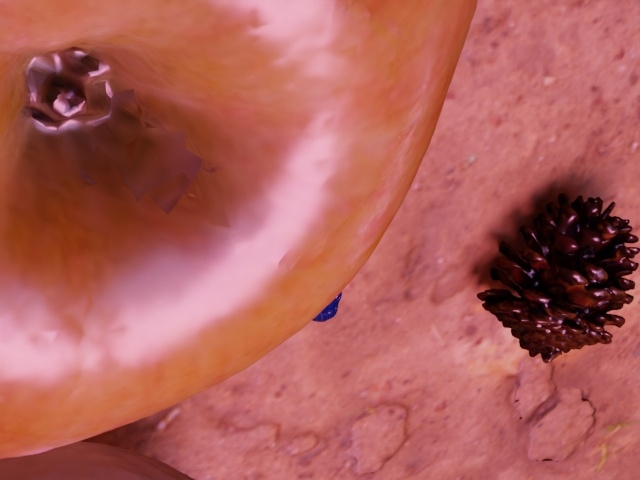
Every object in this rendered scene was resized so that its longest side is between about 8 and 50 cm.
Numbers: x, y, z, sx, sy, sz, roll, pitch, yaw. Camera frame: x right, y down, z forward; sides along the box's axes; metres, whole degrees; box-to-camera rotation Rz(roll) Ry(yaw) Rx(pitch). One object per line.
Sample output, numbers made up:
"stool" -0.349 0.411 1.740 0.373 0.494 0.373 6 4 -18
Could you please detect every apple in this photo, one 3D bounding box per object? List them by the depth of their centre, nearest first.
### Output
"apple" -0.123 -0.120 0.634 0.391 0.346 0.391 -20 134 -22

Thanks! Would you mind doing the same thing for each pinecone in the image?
"pinecone" 0.162 0.025 1.155 0.109 0.102 0.102 -47 139 -13

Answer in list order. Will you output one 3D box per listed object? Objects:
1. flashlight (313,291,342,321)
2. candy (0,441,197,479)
"flashlight" 0.000 0.000 1.048 0.057 0.035 0.121 -23 133 -23
"candy" -0.168 0.225 0.987 0.296 0.185 0.295 -11 135 -11
